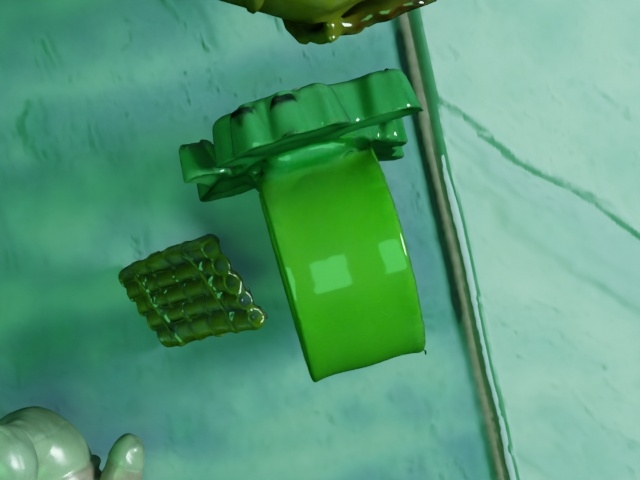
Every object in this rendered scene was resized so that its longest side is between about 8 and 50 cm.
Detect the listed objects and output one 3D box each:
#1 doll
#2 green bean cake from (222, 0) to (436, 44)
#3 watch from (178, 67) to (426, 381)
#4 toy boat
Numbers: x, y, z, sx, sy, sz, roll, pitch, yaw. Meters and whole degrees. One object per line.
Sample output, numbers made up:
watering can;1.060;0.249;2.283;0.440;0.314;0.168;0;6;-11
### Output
doll;-0.146;0.210;0.848;0.155;0.113;0.275;-36;106;13
green bean cake;-0.067;-0.258;0.638;0.202;0.285;0.310;-30;125;-9
watch;0.000;0.000;0.727;0.131;0.165;0.152;-14;86;-5
toy boat;-0.079;0.033;0.792;0.115;0.016;0.063;-18;108;54
